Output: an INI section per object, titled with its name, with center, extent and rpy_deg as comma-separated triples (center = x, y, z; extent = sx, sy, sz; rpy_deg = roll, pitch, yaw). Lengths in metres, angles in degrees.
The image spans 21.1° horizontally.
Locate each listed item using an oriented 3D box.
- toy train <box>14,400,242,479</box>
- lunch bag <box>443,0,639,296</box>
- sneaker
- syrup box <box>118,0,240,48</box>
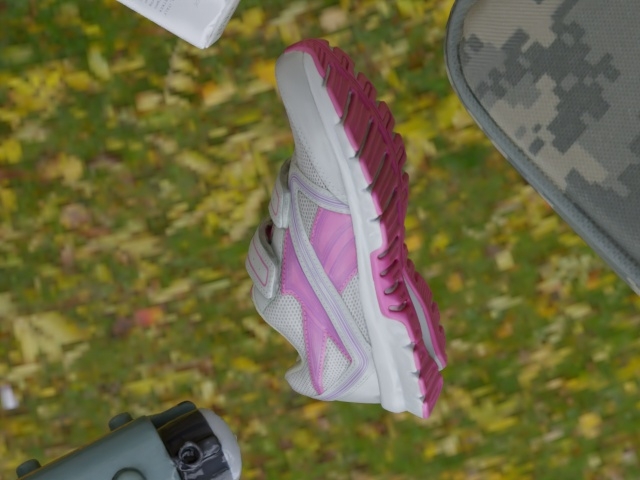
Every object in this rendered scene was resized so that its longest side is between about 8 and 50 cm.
[toy train]
center = -0.212, 0.237, 1.400
extent = 0.334, 0.142, 0.190
rpy_deg = -25, 173, -14
[lunch bag]
center = 0.222, -0.078, 0.574
extent = 0.305, 0.212, 0.256
rpy_deg = -51, 150, 12
[sneaker]
center = 0.000, 0.000, 1.085
extent = 0.111, 0.252, 0.103
rpy_deg = -9, -167, 17
[syrup box]
center = -0.158, -0.250, 1.294
extent = 0.237, 0.096, 0.093
rpy_deg = 29, 111, -6
